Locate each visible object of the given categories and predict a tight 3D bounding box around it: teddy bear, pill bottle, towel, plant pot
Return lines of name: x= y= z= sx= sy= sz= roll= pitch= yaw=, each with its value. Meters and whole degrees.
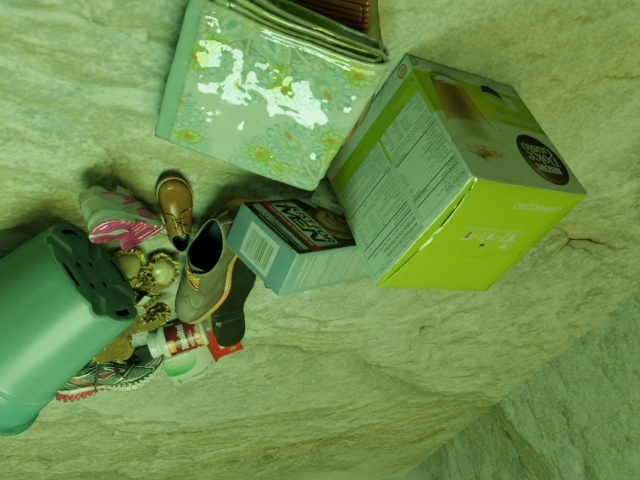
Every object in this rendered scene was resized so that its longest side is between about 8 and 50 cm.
teddy bear: x=-0.466 y=0.142 z=1.705 sx=0.245 sy=0.113 sz=0.338 roll=-9 pitch=138 yaw=-31
pill bottle: x=-0.380 y=0.259 z=1.919 sx=0.151 sy=0.086 sz=0.086 roll=-18 pitch=147 yaw=-6
towel: x=-0.094 y=-0.245 z=1.216 sx=0.320 sy=0.090 sz=0.374 roll=22 pitch=143 yaw=-11
plant pot: x=-0.581 y=0.159 z=1.470 sx=0.334 sy=0.341 sz=0.341 roll=-37 pitch=145 yaw=7

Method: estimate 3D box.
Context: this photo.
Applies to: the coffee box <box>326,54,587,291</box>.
coffee box: x=0.271 y=-0.122 z=1.518 sx=0.337 sy=0.335 sz=0.338 roll=5 pitch=139 yaw=-35

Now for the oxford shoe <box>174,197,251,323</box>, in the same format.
oxford shoe: x=-0.268 y=0.060 z=1.620 sx=0.132 sy=0.130 sz=0.364 roll=-27 pitch=151 yaw=-55

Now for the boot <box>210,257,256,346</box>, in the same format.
boot: x=-0.234 y=0.112 z=1.792 sx=0.112 sy=0.115 sz=0.306 roll=-3 pitch=124 yaw=-26

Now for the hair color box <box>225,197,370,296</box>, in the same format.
hair color box: x=0.000 y=0.000 z=1.575 sx=0.374 sy=0.185 sz=0.114 roll=-7 pitch=131 yaw=-49

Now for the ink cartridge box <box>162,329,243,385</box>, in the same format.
ink cartridge box: x=-0.340 y=0.334 z=2.084 sx=0.224 sy=0.056 sz=0.181 roll=-17 pitch=147 yaw=-4

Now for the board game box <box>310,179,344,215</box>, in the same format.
board game box: x=0.031 y=-0.095 z=1.610 sx=0.090 sy=0.090 sz=0.020 roll=23 pitch=124 yaw=2

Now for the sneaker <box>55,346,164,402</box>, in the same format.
sneaker: x=-0.561 y=0.337 z=1.904 sx=0.299 sy=0.121 sz=0.112 roll=-12 pitch=126 yaw=-24

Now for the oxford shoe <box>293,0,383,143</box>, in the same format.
oxford shoe: x=0.044 y=-0.365 z=1.265 sx=0.146 sy=0.140 sz=0.397 roll=-47 pitch=155 yaw=-39

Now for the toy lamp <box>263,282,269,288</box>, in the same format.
toy lamp: x=-0.019 y=0.055 z=1.843 sx=0.274 sy=0.080 sz=0.080 roll=-21 pitch=147 yaw=-3

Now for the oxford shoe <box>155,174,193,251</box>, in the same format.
oxford shoe: x=-0.300 y=-0.054 z=1.527 sx=0.076 sy=0.076 sz=0.212 roll=-13 pitch=145 yaw=-11

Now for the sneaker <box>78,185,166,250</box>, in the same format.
sneaker: x=-0.397 y=-0.055 z=1.450 sx=0.102 sy=0.111 sz=0.252 roll=-29 pitch=169 yaw=4
